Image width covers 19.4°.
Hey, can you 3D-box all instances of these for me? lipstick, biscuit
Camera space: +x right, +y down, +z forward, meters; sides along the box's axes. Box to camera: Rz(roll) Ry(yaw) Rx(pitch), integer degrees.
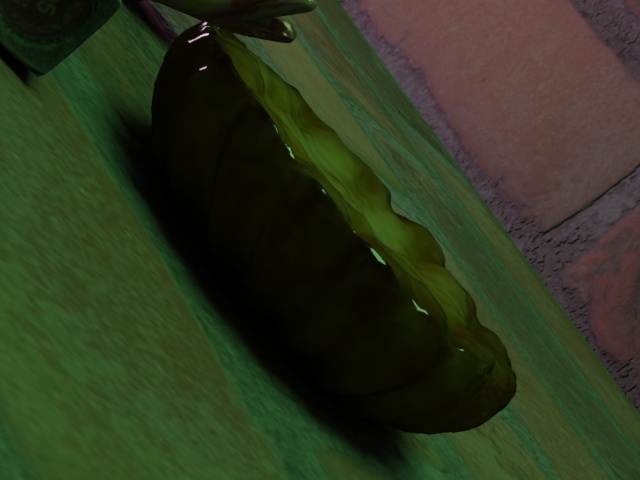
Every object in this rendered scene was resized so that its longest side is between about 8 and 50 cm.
[{"bbox_3d":[-0.173,-0.185,1.195,0.077,0.076,0.289,46,8,-19],"label":"lipstick"},{"bbox_3d":[0.000,0.000,1.229,0.325,0.107,0.326,51,6,-8],"label":"biscuit"}]

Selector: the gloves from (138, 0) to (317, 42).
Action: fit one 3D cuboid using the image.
[{"bbox_3d":[-0.115,-0.244,1.569,0.241,0.126,0.145,52,-4,-22],"label":"gloves"}]
